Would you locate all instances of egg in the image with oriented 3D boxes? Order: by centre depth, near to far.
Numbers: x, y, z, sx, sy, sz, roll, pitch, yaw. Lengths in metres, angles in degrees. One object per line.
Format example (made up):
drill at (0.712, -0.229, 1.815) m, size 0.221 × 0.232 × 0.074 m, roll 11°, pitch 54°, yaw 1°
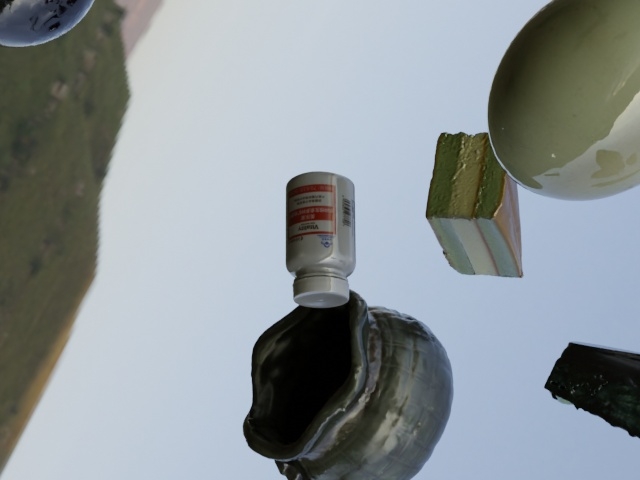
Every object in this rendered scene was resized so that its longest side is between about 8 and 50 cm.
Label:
egg at (0.302, -0.163, 1.264) m, size 0.269 × 0.219 × 0.219 m, roll -37°, pitch -156°, yaw 16°

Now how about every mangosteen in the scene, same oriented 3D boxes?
mangosteen at (-0.396, -0.352, 1.483) m, size 0.216 × 0.216 × 0.216 m, roll -50°, pitch -160°, yaw 26°

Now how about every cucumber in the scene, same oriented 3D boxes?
cucumber at (0.281, 0.133, 0.936) m, size 0.115 × 0.193 × 0.086 m, roll 10°, pitch 95°, yaw -66°

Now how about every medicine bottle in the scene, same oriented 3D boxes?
medicine bottle at (0.000, 0.000, 1.308) m, size 0.079 × 0.079 × 0.140 m, roll -32°, pitch -127°, yaw 55°

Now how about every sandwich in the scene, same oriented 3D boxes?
sandwich at (0.240, -0.049, 1.732) m, size 0.117 × 0.187 × 0.144 m, roll 3°, pitch -120°, yaw 26°

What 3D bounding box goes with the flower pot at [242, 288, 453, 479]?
flower pot at (0.029, 0.220, 1.657) m, size 0.302 × 0.213 × 0.302 m, roll -37°, pitch -146°, yaw 31°
